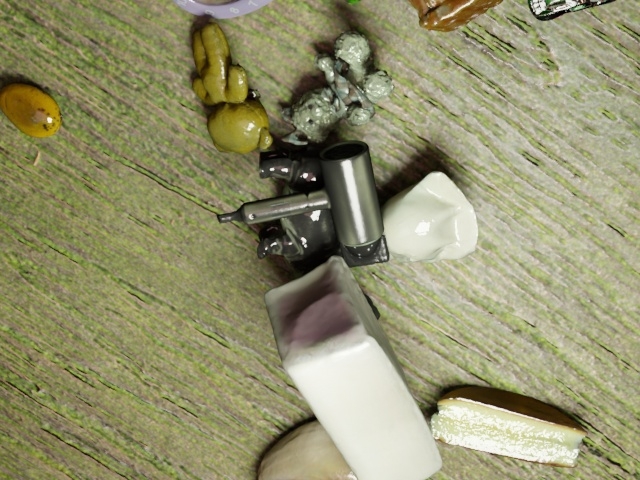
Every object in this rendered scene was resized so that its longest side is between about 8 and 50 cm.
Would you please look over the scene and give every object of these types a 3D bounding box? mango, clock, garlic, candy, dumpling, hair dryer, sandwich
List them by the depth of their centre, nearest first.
[{"bbox_3d":[-0.138,-0.411,1.617,0.172,0.064,0.198,15,150,-10],"label":"clock"},{"bbox_3d":[-0.031,-0.033,1.654,0.248,0.078,0.196,-9,115,6],"label":"hair dryer"},{"bbox_3d":[0.053,0.216,1.690,0.145,0.208,0.359,-26,131,3],"label":"candy"},{"bbox_3d":[0.164,-0.017,1.717,0.151,0.124,0.229,41,141,-11],"label":"dumpling"},{"bbox_3d":[-0.472,-0.212,1.765,0.114,0.057,0.079,29,115,5],"label":"mango"},{"bbox_3d":[0.312,0.312,1.834,0.257,0.096,0.094,14,104,4],"label":"sandwich"},{"bbox_3d":[0.007,0.412,1.889,0.338,0.151,0.196,-6,122,10],"label":"garlic"}]

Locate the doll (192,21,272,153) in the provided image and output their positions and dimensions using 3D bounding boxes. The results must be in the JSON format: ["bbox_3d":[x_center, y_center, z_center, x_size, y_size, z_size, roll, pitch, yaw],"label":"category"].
[{"bbox_3d":[-0.139,-0.239,1.699,0.137,0.097,0.210,-3,106,49],"label":"doll"}]

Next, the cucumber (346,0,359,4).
[{"bbox_3d":[0.093,-0.484,1.598,0.056,0.056,0.284,23,106,-1],"label":"cucumber"}]

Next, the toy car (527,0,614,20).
[{"bbox_3d":[0.376,-0.369,1.603,0.142,0.055,0.069,-14,111,13],"label":"toy car"}]

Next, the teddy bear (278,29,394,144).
[{"bbox_3d":[0.034,-0.228,1.679,0.213,0.111,0.133,-37,72,40],"label":"teddy bear"}]

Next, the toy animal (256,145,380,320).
[{"bbox_3d":[-0.015,0.008,1.762,0.168,0.106,0.343,-13,114,3],"label":"toy animal"}]

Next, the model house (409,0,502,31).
[{"bbox_3d":[0.187,-0.408,1.545,0.219,0.199,0.229,15,107,15],"label":"model house"}]
